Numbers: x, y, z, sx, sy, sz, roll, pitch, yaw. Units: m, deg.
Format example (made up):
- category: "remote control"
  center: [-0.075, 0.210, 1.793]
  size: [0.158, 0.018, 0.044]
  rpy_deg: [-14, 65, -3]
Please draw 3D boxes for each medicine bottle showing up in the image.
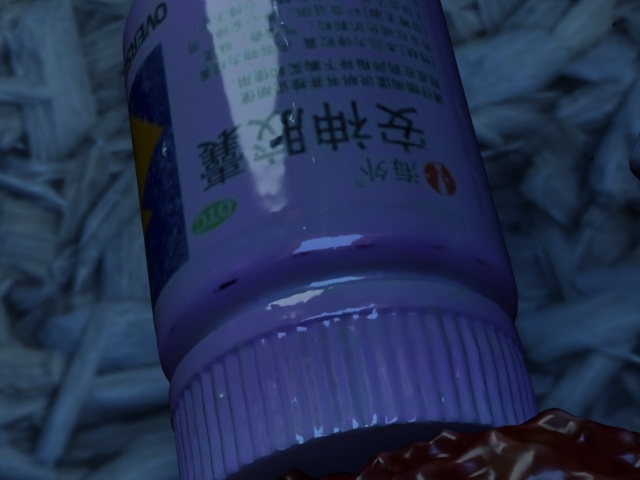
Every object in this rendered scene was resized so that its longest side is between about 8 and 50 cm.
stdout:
- category: "medicine bottle"
  center: [0.000, 0.000, 0.757]
  size: [0.178, 0.178, 0.291]
  rpy_deg: [-9, 58, -1]

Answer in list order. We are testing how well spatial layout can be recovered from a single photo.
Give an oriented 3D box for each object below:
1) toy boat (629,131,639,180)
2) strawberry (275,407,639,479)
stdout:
- category: "toy boat"
  center: [0.306, 0.031, 0.743]
  size: [0.276, 0.111, 0.293]
  rpy_deg: [-4, 54, -14]
- category: "strawberry"
  center: [0.053, 0.205, 0.576]
  size: [0.336, 0.149, 0.265]
  rpy_deg: [9, 102, 8]
